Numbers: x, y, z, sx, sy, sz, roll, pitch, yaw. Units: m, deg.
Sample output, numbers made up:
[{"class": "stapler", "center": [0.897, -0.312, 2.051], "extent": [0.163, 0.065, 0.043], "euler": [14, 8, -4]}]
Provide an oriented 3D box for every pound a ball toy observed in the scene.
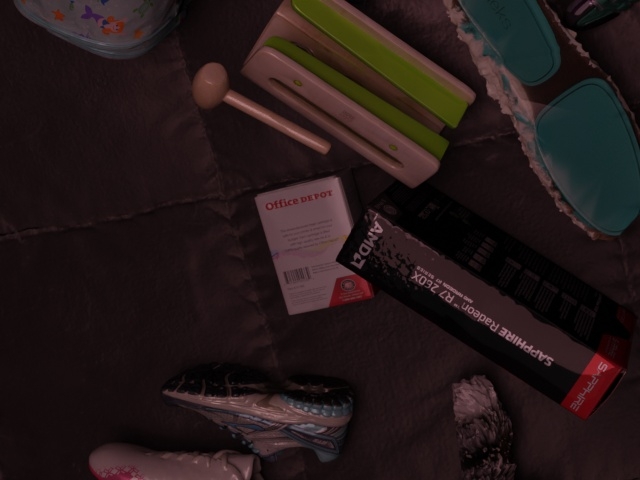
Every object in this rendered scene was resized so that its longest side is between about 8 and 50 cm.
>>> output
[{"class": "pound a ball toy", "center": [0.006, -0.174, 1.823], "extent": [0.319, 0.136, 0.208], "euler": [32, 68, -10]}]

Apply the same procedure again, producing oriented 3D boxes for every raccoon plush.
[{"class": "raccoon plush", "center": [0.347, 0.395, 1.911], "extent": [0.299, 0.216, 0.446], "euler": [-8, 102, 10]}]

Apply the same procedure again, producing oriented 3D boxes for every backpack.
[{"class": "backpack", "center": [-0.275, -0.349, 1.864], "extent": [0.225, 0.253, 0.191], "euler": [24, 129, 8]}]

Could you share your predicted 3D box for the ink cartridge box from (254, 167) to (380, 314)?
[{"class": "ink cartridge box", "center": [0.000, 0.000, 1.967], "extent": [0.127, 0.072, 0.175], "euler": [-12, 100, 19]}]

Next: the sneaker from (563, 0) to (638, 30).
[{"class": "sneaker", "center": [0.377, -0.357, 1.777], "extent": [0.224, 0.083, 0.098], "euler": [-40, 68, 19]}]

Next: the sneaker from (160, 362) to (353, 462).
[{"class": "sneaker", "center": [-0.096, 0.255, 2.045], "extent": [0.283, 0.110, 0.122], "euler": [7, 109, 14]}]

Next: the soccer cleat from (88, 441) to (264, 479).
[{"class": "soccer cleat", "center": [-0.168, 0.345, 2.090], "extent": [0.331, 0.116, 0.143], "euler": [24, 108, 2]}]

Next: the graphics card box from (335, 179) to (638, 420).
[{"class": "graphics card box", "center": [0.218, 0.062, 1.836], "extent": [0.371, 0.233, 0.094], "euler": [33, 111, 5]}]

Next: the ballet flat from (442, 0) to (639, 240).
[{"class": "ballet flat", "center": [0.284, -0.194, 1.807], "extent": [0.147, 0.147, 0.409], "euler": [-27, 96, 21]}]

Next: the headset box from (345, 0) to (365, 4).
[{"class": "headset box", "center": [0.015, -0.445, 1.828], "extent": [0.218, 0.110, 0.293], "euler": [2, 104, 16]}]
